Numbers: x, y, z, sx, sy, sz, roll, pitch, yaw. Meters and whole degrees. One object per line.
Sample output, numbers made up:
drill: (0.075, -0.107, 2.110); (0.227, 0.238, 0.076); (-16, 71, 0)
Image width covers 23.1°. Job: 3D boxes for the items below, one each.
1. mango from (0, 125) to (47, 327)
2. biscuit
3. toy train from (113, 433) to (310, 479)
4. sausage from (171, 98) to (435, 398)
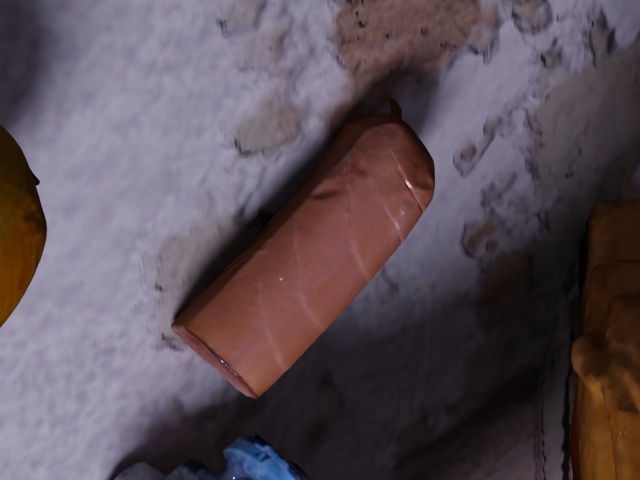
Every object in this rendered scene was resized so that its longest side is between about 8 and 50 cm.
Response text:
mango: (-0.220, 0.005, 0.577); (0.253, 0.113, 0.139); (1, 114, -38)
biscuit: (0.179, 0.178, 0.849); (0.455, 0.078, 0.350); (-58, 138, -73)
toy train: (0.012, 0.231, 0.776); (0.131, 0.299, 0.202); (-37, 139, -26)
sausage: (0.001, 0.001, 0.806); (0.169, 0.065, 0.065); (-48, 134, -10)
